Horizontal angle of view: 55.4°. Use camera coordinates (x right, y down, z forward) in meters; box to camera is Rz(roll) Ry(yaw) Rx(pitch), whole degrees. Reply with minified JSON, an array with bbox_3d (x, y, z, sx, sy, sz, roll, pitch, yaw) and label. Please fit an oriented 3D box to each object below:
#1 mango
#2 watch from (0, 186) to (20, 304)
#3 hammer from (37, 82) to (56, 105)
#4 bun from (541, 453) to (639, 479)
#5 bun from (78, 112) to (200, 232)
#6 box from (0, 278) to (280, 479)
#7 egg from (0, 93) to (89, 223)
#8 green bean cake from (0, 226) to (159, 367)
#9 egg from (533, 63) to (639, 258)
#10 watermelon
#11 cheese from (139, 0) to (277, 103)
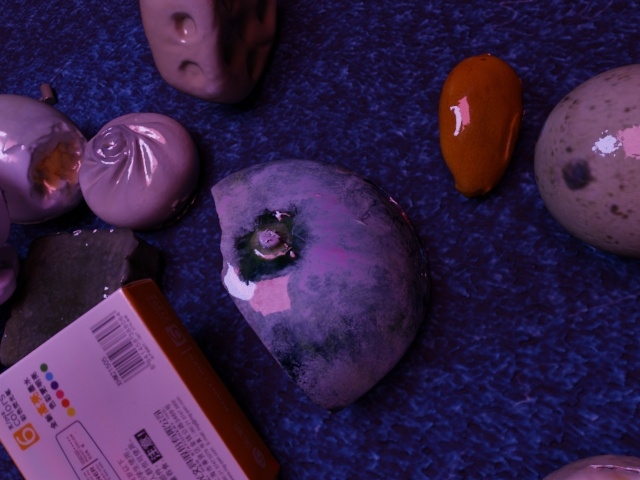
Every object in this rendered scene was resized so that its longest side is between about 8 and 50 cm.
[{"bbox_3d":[0.179,-0.132,0.677,0.084,0.105,0.160,-11,70,39],"label":"mango"},{"bbox_3d":[-0.513,-0.018,0.765,0.248,0.218,0.211,3,31,15],"label":"watch"},{"bbox_3d":[-0.496,-0.221,1.035,0.110,0.019,0.036,-35,62,10],"label":"hammer"},{"bbox_3d":[0.251,0.291,0.470,0.238,0.141,0.239,-11,62,22],"label":"bun"},{"bbox_3d":[-0.257,-0.104,0.837,0.172,0.120,0.173,-8,66,19],"label":"bun"},{"bbox_3d":[-0.206,0.212,0.660,0.220,0.091,0.274,-33,87,8],"label":"box"},{"bbox_3d":[-0.449,-0.119,0.884,0.217,0.183,0.183,8,74,26],"label":"egg"},{"bbox_3d":[-0.310,0.081,0.802,0.183,0.094,0.185,-5,69,21],"label":"green bean cake"},{"bbox_3d":[0.313,-0.066,0.557,0.228,0.177,0.177,18,78,16],"label":"egg"},{"bbox_3d":[-0.003,-0.002,0.661,0.188,0.175,0.322,-37,63,7],"label":"watermelon"},{"bbox_3d":[-0.144,-0.306,0.823,0.117,0.218,0.235,7,106,23],"label":"cheese"}]
